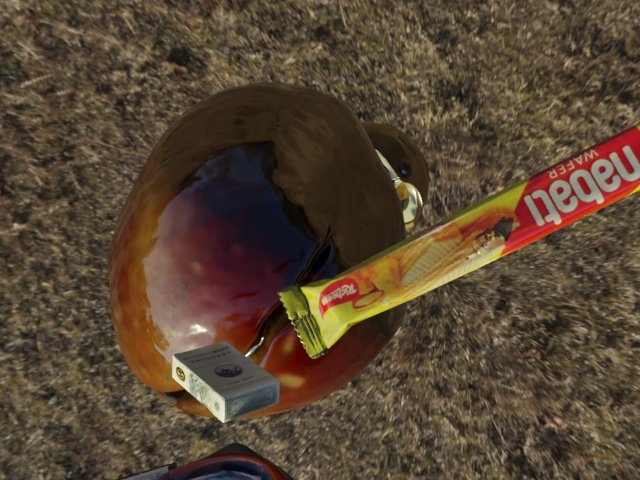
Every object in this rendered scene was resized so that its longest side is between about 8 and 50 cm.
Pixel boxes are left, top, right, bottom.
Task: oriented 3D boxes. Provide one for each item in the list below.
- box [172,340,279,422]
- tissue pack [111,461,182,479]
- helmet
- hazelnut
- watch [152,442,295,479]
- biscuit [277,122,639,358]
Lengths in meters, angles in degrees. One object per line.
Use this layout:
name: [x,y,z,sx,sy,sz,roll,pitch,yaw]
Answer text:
box: [-0.078,0.113,0.629,0.083,0.054,0.024,25,117,47]
tissue pack: [-0.309,0.451,1.310,0.170,0.090,0.103,-16,50,-4]
helmet: [0.122,-0.139,1.473,0.224,0.198,0.130,38,66,-5]
hazelnut: [-0.070,0.014,0.997,0.402,0.402,0.429,-14,53,8]
watch: [-0.093,0.361,0.649,0.305,0.241,0.275,-31,114,-20]
biscuit: [0.110,-0.011,0.463,0.292,0.026,0.048,-28,76,11]
